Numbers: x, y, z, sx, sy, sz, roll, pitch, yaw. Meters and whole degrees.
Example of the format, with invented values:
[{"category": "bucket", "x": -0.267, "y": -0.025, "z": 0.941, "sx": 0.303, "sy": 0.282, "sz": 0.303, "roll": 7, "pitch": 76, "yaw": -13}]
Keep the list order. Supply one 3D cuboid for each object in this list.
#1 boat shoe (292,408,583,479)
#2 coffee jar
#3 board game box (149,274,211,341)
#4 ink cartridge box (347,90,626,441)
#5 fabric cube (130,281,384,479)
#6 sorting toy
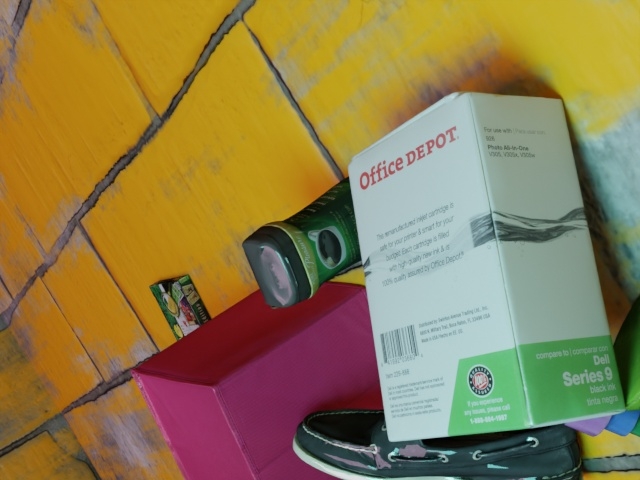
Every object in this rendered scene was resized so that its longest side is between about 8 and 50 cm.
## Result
[{"category": "boat shoe", "x": 0.130, "y": 0.218, "z": 1.070, "sx": 0.340, "sy": 0.127, "sz": 0.113, "roll": 7, "pitch": 111, "yaw": 24}, {"category": "coffee jar", "x": 0.000, "y": 0.000, "z": 1.076, "sx": 0.079, "sy": 0.184, "sz": 0.096, "roll": 2, "pitch": 118, "yaw": 54}, {"category": "board game box", "x": -0.219, "y": 0.187, "z": 1.691, "sx": 0.136, "sy": 0.030, "sz": 0.259, "roll": -12, "pitch": 106, "yaw": 59}, {"category": "ink cartridge box", "x": 0.143, "y": 0.031, "z": 0.868, "sx": 0.211, "sy": 0.122, "sz": 0.289, "roll": -25, "pitch": 70, "yaw": 58}, {"category": "fabric cube", "x": -0.058, "y": 0.227, "z": 1.282, "sx": 0.254, "sy": 0.258, "sz": 0.259, "roll": -1, "pitch": 115, "yaw": 56}, {"category": "sorting toy", "x": 0.340, "y": 0.097, "z": 0.800, "sx": 0.126, "sy": 0.127, "sz": 0.365, "roll": 22, "pitch": 145, "yaw": 1}]
